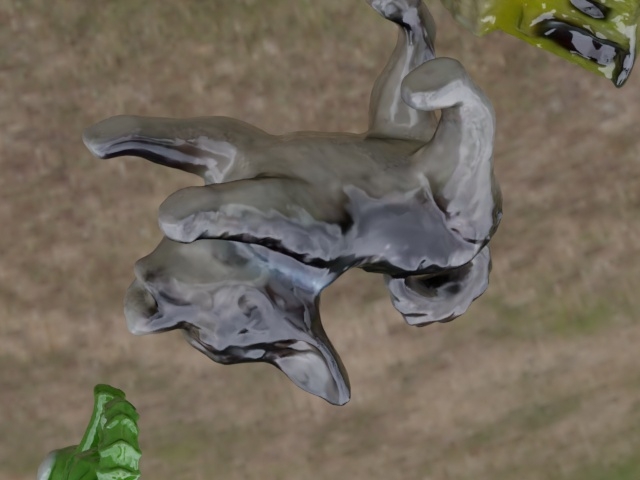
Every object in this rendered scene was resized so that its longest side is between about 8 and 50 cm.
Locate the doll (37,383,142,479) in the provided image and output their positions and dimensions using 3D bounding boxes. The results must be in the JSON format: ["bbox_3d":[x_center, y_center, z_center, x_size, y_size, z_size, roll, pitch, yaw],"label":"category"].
[{"bbox_3d":[-0.125,0.135,0.964,0.050,0.115,0.190,7,169,-16],"label":"doll"}]

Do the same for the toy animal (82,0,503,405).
[{"bbox_3d":[0.000,0.000,1.401,0.344,0.194,0.302,-27,131,-17],"label":"toy animal"}]

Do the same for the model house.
[{"bbox_3d":[0.174,-0.264,1.374,0.234,0.175,0.193,25,160,11],"label":"model house"}]
